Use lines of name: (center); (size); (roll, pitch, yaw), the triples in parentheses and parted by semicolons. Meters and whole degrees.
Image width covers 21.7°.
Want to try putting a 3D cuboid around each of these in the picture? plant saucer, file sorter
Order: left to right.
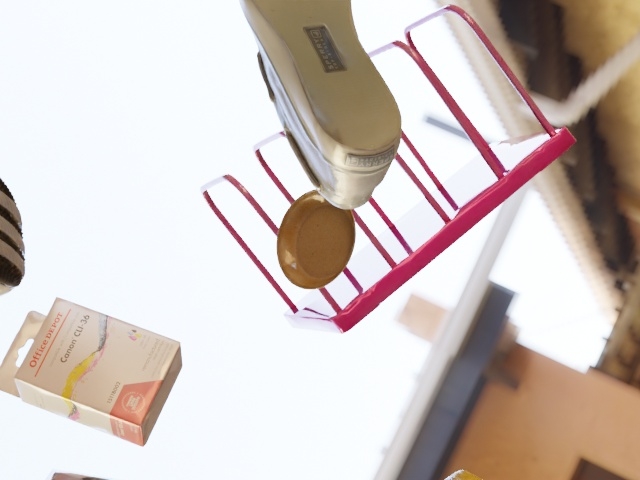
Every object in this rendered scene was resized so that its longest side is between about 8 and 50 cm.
plant saucer: (0.000, 0.000, 1.349); (0.015, 0.083, 0.083); (16, -81, -49)
file sorter: (0.053, -0.071, 1.617); (0.291, 0.182, 0.202); (-39, 8, -12)

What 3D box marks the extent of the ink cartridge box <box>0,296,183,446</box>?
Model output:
ink cartridge box: (-0.270, 0.143, 1.904); (0.067, 0.198, 0.115); (92, -161, -60)

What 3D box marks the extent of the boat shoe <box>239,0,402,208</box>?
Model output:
boat shoe: (-0.011, -0.116, 1.107); (0.079, 0.227, 0.081); (-6, -38, -20)

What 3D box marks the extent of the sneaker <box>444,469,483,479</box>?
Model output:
sneaker: (0.108, 0.237, 1.214); (0.092, 0.088, 0.225); (-54, -19, -19)

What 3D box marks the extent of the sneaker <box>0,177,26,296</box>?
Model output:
sneaker: (-0.296, -0.021, 0.847); (0.281, 0.162, 0.106); (42, -151, -41)

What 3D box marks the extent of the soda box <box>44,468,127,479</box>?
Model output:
soda box: (-0.140, 0.182, 0.917); (0.183, 0.063, 0.058); (-78, -3, -80)
